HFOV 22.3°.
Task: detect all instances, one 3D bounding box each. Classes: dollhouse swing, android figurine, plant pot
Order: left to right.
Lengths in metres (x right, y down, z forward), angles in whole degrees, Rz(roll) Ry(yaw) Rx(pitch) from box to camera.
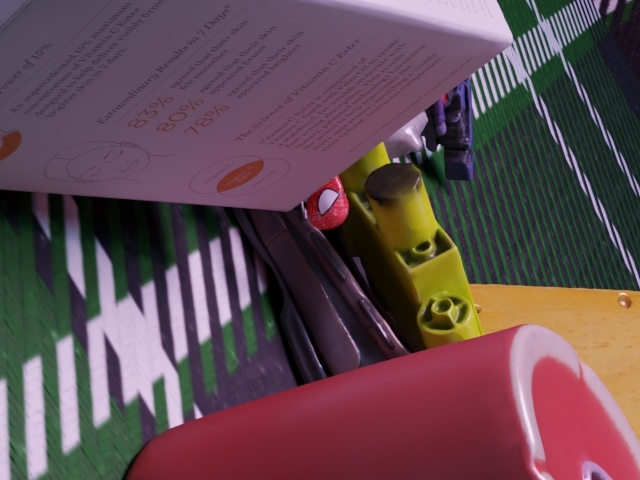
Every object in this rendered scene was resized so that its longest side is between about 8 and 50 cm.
[{"bbox_3d":[0.069,0.031,1.279,0.248,0.056,0.272,56,-12,47],"label":"android figurine"},{"bbox_3d":[0.059,0.185,0.930,0.275,0.243,0.275,48,25,-32],"label":"plant pot"},{"bbox_3d":[0.238,0.269,1.474,0.315,0.305,0.346,3,50,-16],"label":"dollhouse swing"}]

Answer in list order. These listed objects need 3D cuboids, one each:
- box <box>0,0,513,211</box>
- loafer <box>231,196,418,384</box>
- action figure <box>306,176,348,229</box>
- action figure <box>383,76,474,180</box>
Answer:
[{"bbox_3d":[-0.092,-0.146,0.937,0.345,0.215,0.168,3,59,-49],"label":"box"},{"bbox_3d":[0.000,0.000,1.236,0.096,0.084,0.267,11,53,-62],"label":"loafer"},{"bbox_3d":[0.010,-0.150,1.138,0.091,0.139,0.280,-3,85,-47],"label":"action figure"},{"bbox_3d":[0.062,-0.195,1.598,0.341,0.179,0.330,78,9,-51],"label":"action figure"}]
